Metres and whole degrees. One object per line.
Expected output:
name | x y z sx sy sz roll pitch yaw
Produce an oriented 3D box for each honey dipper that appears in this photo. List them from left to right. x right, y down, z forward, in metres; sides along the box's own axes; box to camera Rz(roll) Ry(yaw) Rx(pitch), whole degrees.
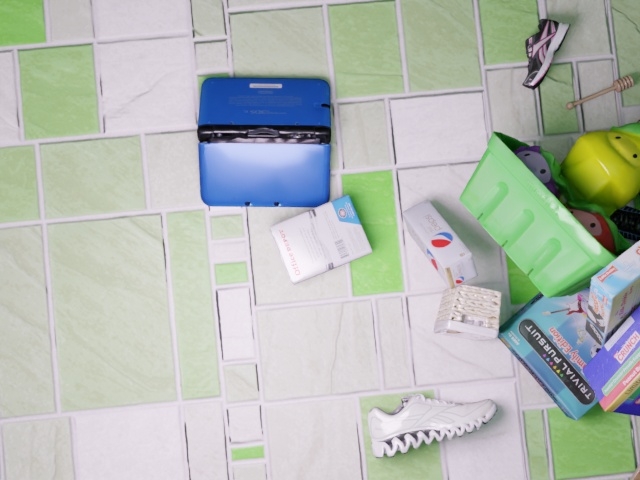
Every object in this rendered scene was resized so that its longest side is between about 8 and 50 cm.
honey dipper | 0.641 -0.336 1.904 0.161 0.030 0.030 -24 88 1

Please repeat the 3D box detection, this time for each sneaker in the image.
sneaker | 0.243 0.386 1.814 0.292 0.110 0.118 -15 78 -3
sneaker | 0.498 -0.428 1.892 0.077 0.072 0.178 26 78 12
sneaker | 0.698 -0.041 1.854 0.232 0.090 0.081 16 86 -1

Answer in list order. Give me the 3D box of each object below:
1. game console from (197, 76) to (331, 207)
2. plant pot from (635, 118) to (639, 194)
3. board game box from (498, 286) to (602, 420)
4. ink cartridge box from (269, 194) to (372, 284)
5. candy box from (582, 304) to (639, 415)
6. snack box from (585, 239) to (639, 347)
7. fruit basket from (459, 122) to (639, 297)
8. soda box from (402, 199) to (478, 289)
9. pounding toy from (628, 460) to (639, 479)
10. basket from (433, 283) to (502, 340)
game console | -0.125 -0.224 1.873 0.293 0.173 0.250 1 56 -2
plant pot | 0.787 -0.182 1.857 0.238 0.110 0.237 0 87 -1
board game box | 0.601 0.192 1.844 0.336 0.079 0.253 -41 88 -4
ink cartridge box | 0.000 0.000 1.835 0.191 0.082 0.139 -22 87 -2
candy box | 0.753 0.244 1.707 0.317 0.122 0.268 14 125 -25
snack box | 0.625 0.095 1.654 0.187 0.322 0.060 -38 62 -3
fruit basket | 0.536 -0.106 1.719 0.392 0.283 0.391 -1 88 34
soda box | 0.255 0.006 1.782 0.069 0.216 0.073 -27 131 -4
pounding toy | 0.748 0.537 1.789 0.270 0.155 0.154 -31 92 -3
basket | 0.320 0.157 1.797 0.113 0.167 0.103 11 80 -1
